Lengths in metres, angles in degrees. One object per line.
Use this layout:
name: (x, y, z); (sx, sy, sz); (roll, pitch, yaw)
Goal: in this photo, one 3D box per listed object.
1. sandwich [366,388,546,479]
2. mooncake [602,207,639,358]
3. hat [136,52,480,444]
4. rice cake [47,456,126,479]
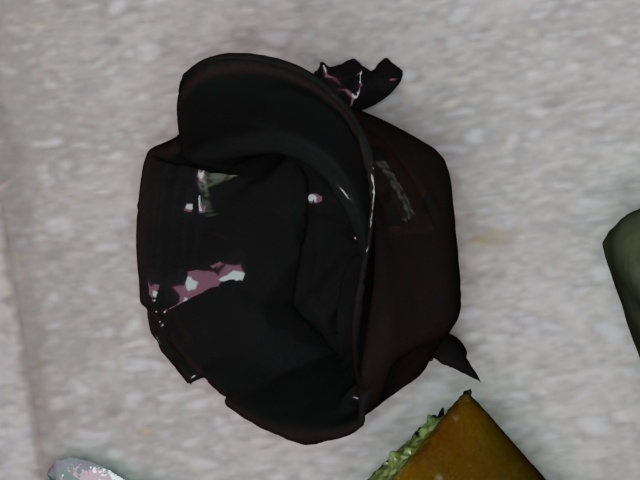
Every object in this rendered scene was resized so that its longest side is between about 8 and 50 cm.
sandwich: (0.120, 0.228, 1.285); (0.236, 0.122, 0.128); (47, 66, -4)
mooncake: (0.278, 0.087, 1.189); (0.135, 0.275, 0.275); (-22, 93, 1)
hat: (0.025, -0.019, 1.226); (0.209, 0.336, 0.238); (-26, 73, -26)
rice cake: (-0.064, 0.215, 1.364); (0.290, 0.051, 0.081); (11, 89, 5)
